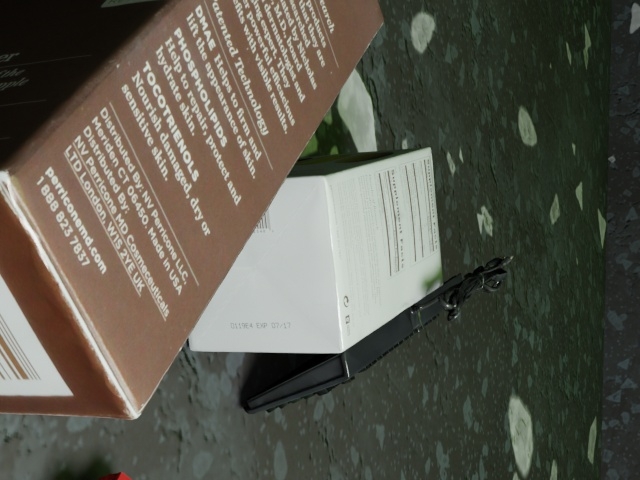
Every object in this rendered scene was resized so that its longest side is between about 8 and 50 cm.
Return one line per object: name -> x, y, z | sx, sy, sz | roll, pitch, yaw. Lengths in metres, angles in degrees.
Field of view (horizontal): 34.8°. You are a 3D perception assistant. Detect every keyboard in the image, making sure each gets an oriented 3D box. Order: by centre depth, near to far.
keyboard -> 0.075, 0.081, 0.951 | 0.033, 0.202, 0.317 | 61, 27, 3

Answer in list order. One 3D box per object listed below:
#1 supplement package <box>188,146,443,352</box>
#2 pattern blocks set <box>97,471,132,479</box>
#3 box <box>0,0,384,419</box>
supplement package -> 0.000, 0.000, 0.867 | 0.244, 0.139, 0.133 | -23, 108, -64
pattern blocks set -> -0.138, 0.288, 0.536 | 0.325, 0.026, 0.285 | -22, 98, -79
box -> -0.117, -0.083, 0.577 | 0.381, 0.191, 0.143 | -61, 140, -48
